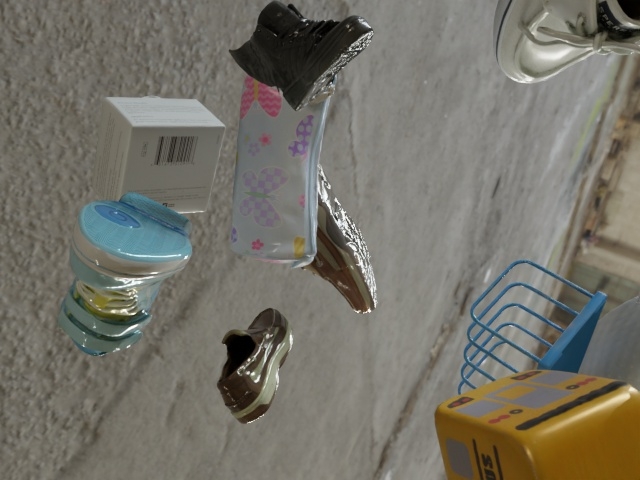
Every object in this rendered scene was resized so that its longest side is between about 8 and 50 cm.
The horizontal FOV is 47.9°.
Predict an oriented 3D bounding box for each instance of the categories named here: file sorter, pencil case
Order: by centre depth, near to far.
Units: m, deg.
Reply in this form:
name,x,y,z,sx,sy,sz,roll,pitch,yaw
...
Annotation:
name,x,y,z,sx,sy,sz,roll,pitch,yaw
file sorter,0.228,0.124,0.808,0.118,0.104,0.170,-39,146,-28
pencil case,-0.050,-0.104,0.961,0.113,0.124,0.273,-3,100,-77

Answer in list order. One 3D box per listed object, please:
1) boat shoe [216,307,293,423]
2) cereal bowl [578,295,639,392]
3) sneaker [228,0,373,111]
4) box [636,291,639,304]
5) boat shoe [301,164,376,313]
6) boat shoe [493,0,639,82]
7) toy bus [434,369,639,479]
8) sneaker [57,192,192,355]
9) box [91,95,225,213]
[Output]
name,x,y,z,sx,sy,sz,roll,pitch,yaw
boat shoe,-0.109,0.172,1.156,0.095,0.095,0.257,-34,-160,17
cereal bowl,0.471,0.221,0.864,0.141,0.338,0.339,-81,178,-58
sneaker,-0.022,-0.167,0.609,0.051,0.089,0.170,-37,-178,-23
box,0.337,-0.031,0.632,0.114,0.036,0.207,-1,109,-74
boat shoe,0.000,0.000,1.274,0.324,0.116,0.123,61,19,-22
boat shoe,0.293,-0.244,0.724,0.367,0.135,0.157,130,-32,-59
toy bus,0.177,0.263,0.469,0.108,0.130,0.333,-14,93,-27
sneaker,-0.244,0.062,0.845,0.208,0.127,0.319,-61,-176,5
box,-0.287,-0.147,1.266,0.181,0.119,0.182,-7,127,-38
